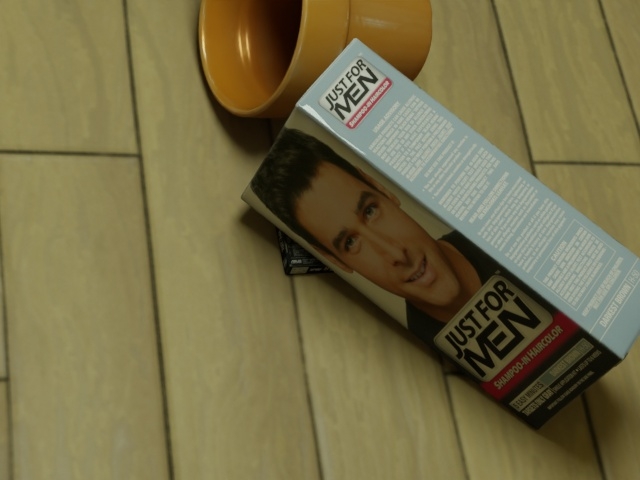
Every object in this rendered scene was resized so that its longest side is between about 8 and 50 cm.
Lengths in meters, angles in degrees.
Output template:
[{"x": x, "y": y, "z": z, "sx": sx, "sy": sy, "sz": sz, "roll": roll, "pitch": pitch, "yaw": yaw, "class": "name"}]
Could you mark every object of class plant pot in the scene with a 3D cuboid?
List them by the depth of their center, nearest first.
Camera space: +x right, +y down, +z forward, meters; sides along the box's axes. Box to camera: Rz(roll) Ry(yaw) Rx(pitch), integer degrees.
[{"x": 0.005, "y": -0.223, "z": 1.692, "sx": 0.188, "sy": 0.205, "sz": 0.205, "roll": 2, "pitch": 58, "yaw": -34, "class": "plant pot"}]

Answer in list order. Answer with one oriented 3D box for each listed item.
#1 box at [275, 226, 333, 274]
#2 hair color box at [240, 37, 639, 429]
[{"x": 0.000, "y": 0.000, "z": 1.646, "sx": 0.083, "sy": 0.018, "sz": 0.067, "roll": -3, "pitch": 60, "yaw": -19, "class": "box"}, {"x": 0.122, "y": -0.001, "z": 1.565, "sx": 0.374, "sy": 0.185, "sz": 0.113, "roll": 38, "pitch": 56, "yaw": 2, "class": "hair color box"}]
